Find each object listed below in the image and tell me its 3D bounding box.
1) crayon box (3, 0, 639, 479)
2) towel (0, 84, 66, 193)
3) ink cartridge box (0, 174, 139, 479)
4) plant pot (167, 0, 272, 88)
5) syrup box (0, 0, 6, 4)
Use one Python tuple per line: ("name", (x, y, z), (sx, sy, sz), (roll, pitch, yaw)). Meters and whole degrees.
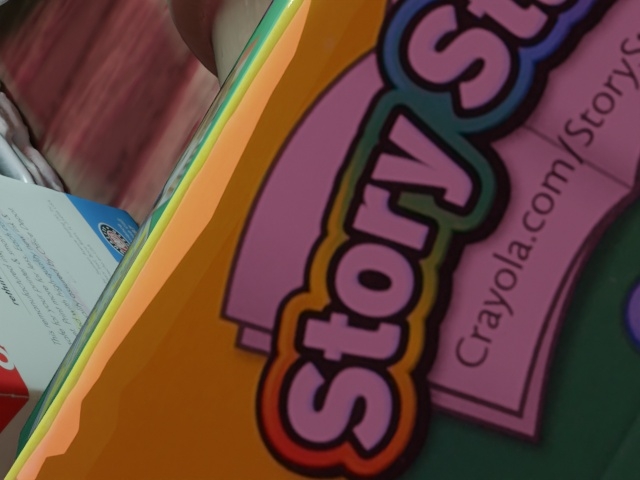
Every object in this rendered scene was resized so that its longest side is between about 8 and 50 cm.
("crayon box", (0.157, -0.027, 0.434), (0.313, 0.106, 0.363), (31, 88, -3))
("towel", (-0.293, -0.018, 0.971), (0.317, 0.053, 0.332), (-45, 60, 18))
("ink cartridge box", (-0.133, 0.039, 0.746), (0.078, 0.231, 0.134), (-47, 60, 17))
("plant pot", (0.074, 0.003, 0.587), (0.263, 0.263, 0.229), (-3, 72, 33))
("syrup box", (-0.199, -0.214, 0.905), (0.093, 0.096, 0.237), (-35, 61, 0))
